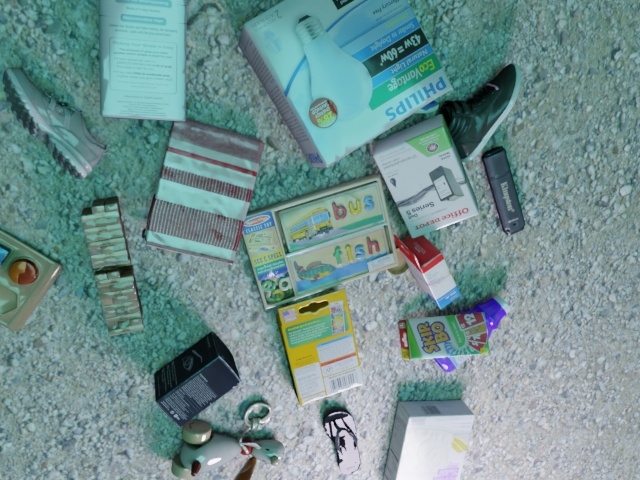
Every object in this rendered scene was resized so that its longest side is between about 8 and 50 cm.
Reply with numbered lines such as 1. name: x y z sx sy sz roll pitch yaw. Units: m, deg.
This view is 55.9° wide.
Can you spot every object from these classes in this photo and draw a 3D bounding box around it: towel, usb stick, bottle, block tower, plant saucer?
1. towel: -0.291 -0.123 1.515 0.237 0.037 0.329 14 90 -20
2. usb stick: 0.544 -0.145 1.787 0.077 0.045 0.278 -27 113 -8
3. bottle: 0.463 0.282 1.873 0.282 0.092 0.118 -39 105 -2
4. block tower: -0.520 0.065 1.515 0.090 0.097 0.336 -10 108 -13
5. plant saucer: 0.227 0.060 1.775 0.083 0.015 0.084 -5 108 -14

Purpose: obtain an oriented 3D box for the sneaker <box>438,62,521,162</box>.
1. sneaker: 0.424 -0.371 1.645 0.146 0.104 0.296 25 103 -27

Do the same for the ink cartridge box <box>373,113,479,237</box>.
1. ink cartridge box: 0.288 -0.169 1.632 0.198 0.115 0.273 -21 114 18

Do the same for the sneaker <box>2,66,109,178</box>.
1. sneaker: -0.610 -0.280 1.391 0.115 0.105 0.281 -48 115 -31

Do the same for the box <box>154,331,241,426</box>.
1. box: -0.335 0.372 1.634 0.207 0.153 0.108 -35 114 -3

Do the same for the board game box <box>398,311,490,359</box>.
1. board game box: 0.368 0.288 1.813 0.259 0.039 0.124 -6 78 8

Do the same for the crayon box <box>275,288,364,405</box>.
1. crayon box: -0.004 0.295 1.746 0.203 0.083 0.323 -16 112 -11

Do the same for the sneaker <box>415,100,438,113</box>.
1. sneaker: 0.248 -0.388 1.614 0.152 0.058 0.085 -2 116 -9

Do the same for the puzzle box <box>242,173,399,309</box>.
1. puzzle box: 0.000 0.000 1.661 0.408 0.052 0.272 -18 107 -10

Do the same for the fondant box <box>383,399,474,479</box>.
1. fondant box: 0.349 0.690 1.972 0.238 0.096 0.331 3 107 -18

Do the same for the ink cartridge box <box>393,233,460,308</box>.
1. ink cartridge box: 0.302 0.070 1.711 0.078 0.134 0.231 -34 127 -3

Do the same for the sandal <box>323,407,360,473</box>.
1. sandal: 0.080 0.632 1.893 0.097 0.054 0.255 -22 112 -9

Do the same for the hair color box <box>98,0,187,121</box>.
1. hair color box: -0.396 -0.462 1.352 0.185 0.113 0.375 0 102 -15

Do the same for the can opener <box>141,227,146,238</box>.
1. can opener: -0.366 -0.034 1.549 0.186 0.059 0.073 -18 68 -17

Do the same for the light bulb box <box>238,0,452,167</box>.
1. light bulb box: 0.052 -0.413 1.428 0.357 0.225 0.361 -33 102 -4

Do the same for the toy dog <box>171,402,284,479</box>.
1. toy dog: -0.263 0.620 1.730 0.333 0.161 0.220 -11 110 -13

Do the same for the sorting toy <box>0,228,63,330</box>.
1. sorting toy: -0.815 0.128 1.473 0.229 0.041 0.307 35 95 -23
